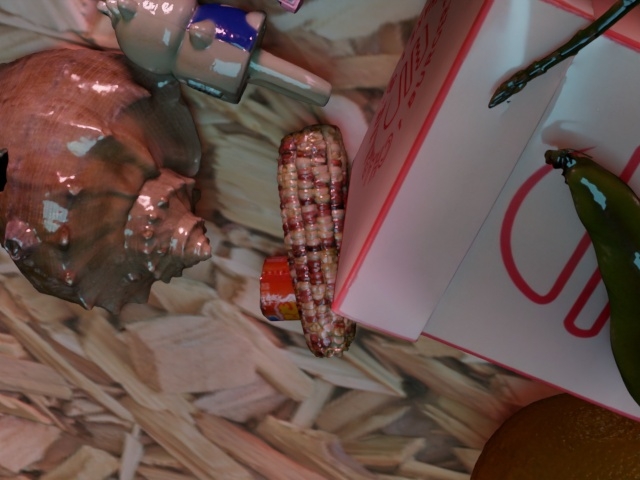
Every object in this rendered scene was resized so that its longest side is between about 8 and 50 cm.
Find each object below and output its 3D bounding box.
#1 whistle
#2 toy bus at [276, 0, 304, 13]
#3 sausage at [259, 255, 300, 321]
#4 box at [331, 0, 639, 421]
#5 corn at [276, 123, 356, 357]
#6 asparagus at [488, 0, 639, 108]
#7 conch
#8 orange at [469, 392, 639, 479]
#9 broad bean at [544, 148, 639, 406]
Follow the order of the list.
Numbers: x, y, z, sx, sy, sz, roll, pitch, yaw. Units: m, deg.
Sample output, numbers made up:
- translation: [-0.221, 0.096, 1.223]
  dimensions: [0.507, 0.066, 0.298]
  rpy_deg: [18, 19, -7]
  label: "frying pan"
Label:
- translation: [-0.103, -0.188, 1.089]
  dimensions: [0.244, 0.110, 0.092]
  rpy_deg: [20, 83, 0]
  label: "whistle"
- translation: [-0.008, -0.315, 1.030]
  dimensions: [0.090, 0.063, 0.203]
  rpy_deg: [26, 115, -2]
  label: "toy bus"
- translation: [0.074, 0.043, 1.194]
  dimensions: [0.274, 0.074, 0.074]
  rpy_deg: [-5, 116, 11]
  label: "sausage"
- translation: [0.209, -0.080, 0.977]
  dimensions: [0.300, 0.314, 0.312]
  rpy_deg: [21, 118, -6]
  label: "box"
- translation: [0.000, 0.000, 1.138]
  dimensions: [0.079, 0.079, 0.237]
  rpy_deg: [-7, 91, 12]
  label: "corn"
- translation: [0.180, -0.141, 0.762]
  dimensions: [0.163, 0.016, 0.016]
  rpy_deg: [-37, 137, 19]
  label: "asparagus"
- translation: [-0.252, -0.069, 1.136]
  dimensions: [0.324, 0.186, 0.263]
  rpy_deg: [20, 100, -3]
  label: "conch"
- translation: [0.293, 0.289, 1.181]
  dimensions: [0.274, 0.274, 0.274]
  rpy_deg: [3, 117, 7]
  label: "orange"
- translation: [0.235, 0.035, 0.836]
  dimensions: [0.065, 0.046, 0.255]
  rpy_deg: [-16, 116, 19]
  label: "broad bean"
